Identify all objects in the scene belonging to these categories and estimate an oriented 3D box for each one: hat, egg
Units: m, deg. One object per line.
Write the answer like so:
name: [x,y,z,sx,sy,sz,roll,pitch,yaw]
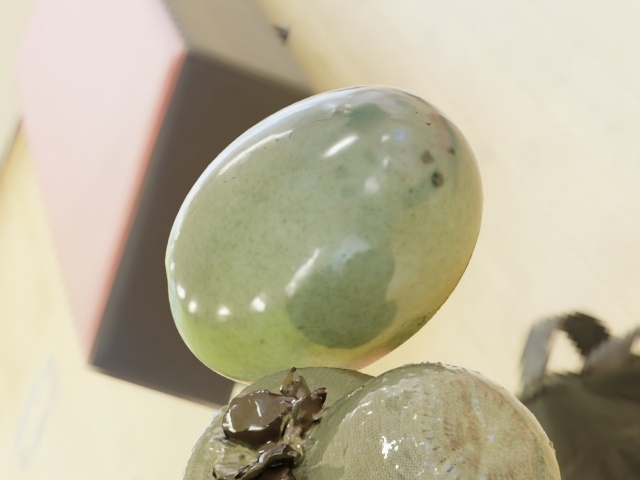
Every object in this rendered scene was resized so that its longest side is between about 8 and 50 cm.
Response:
hat: [0.061,0.144,1.089,0.130,0.257,0.257,-52,27,40]
egg: [0.000,0.000,1.250,0.236,0.169,0.169,-37,34,26]
